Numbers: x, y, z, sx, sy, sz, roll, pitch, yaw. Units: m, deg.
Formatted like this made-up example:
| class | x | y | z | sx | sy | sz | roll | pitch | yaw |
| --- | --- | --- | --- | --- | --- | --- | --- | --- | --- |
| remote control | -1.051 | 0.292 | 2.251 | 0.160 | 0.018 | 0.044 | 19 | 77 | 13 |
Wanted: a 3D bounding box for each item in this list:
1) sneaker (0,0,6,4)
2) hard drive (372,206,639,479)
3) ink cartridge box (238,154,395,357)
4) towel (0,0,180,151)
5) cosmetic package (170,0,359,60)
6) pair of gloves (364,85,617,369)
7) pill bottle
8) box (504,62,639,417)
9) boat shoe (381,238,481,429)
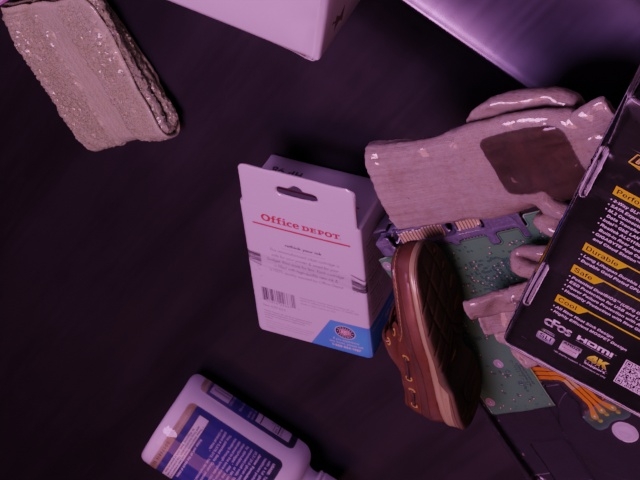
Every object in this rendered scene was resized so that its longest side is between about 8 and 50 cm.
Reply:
| class | x | y | z | sx | sy | sz | roll | pitch | yaw |
| --- | --- | --- | --- | --- | --- | --- | --- | --- | --- |
| sneaker | -0.327 | -0.218 | 1.489 | 0.236 | 0.095 | 0.104 | -11 | 116 | 33 |
| hard drive | 0.217 | 0.090 | 1.459 | 0.237 | 0.064 | 0.339 | -15 | 121 | 41 |
| ink cartridge box | 0.000 | 0.000 | 1.510 | 0.104 | 0.060 | 0.180 | 15 | 136 | 21 |
| towel | -0.183 | -0.135 | 1.520 | 0.110 | 0.027 | 0.148 | -7 | 126 | 38 |
| cosmetic package | -0.126 | -0.287 | 1.237 | 0.365 | 0.155 | 0.197 | 23 | 139 | 10 |
| pair of gloves | 0.164 | -0.003 | 1.324 | 0.204 | 0.042 | 0.240 | -15 | 122 | 37 |
| pill bottle | -0.068 | 0.203 | 1.725 | 0.169 | 0.094 | 0.094 | 33 | 139 | 0 |
| box | 0.299 | 0.044 | 1.185 | 0.322 | 0.079 | 0.257 | 28 | 140 | 7 |
| boat shoe | 0.074 | 0.072 | 1.436 | 0.060 | 0.064 | 0.178 | 6 | 135 | 25 |
